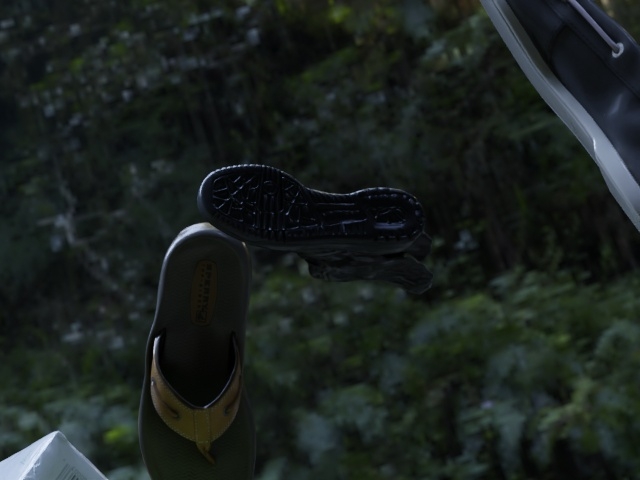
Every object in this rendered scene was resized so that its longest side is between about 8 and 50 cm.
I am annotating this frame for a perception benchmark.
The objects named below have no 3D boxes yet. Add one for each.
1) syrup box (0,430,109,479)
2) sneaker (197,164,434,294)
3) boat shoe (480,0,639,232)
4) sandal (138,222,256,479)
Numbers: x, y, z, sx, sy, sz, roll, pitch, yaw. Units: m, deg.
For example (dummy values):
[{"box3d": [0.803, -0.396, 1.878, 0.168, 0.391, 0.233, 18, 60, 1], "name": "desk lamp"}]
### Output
[{"box3d": [-0.270, 0.250, 1.237, 0.237, 0.093, 0.096, -30, 19, 40], "name": "syrup box"}, {"box3d": [0.000, -0.003, 0.958, 0.170, 0.051, 0.089, 6, -23, -14], "name": "sneaker"}, {"box3d": [0.211, -0.133, 1.142, 0.095, 0.335, 0.112, -32, -27, 5], "name": "boat shoe"}, {"box3d": [-0.084, 0.098, 1.108, 0.090, 0.219, 0.060, 6, 5, -6], "name": "sandal"}]
